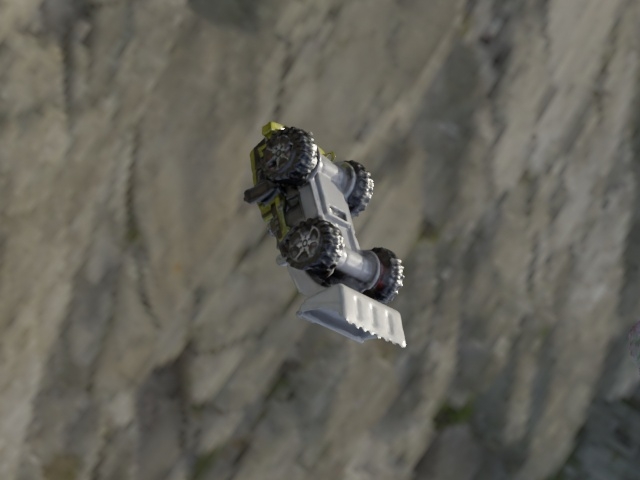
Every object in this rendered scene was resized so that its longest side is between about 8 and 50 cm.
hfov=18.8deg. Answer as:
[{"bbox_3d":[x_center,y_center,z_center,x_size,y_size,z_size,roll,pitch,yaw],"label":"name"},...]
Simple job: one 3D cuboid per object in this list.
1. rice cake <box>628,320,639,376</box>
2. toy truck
[{"bbox_3d":[0.333,0.134,1.388,0.198,0.189,0.037,10,120,-20],"label":"rice cake"},{"bbox_3d":[0.000,0.000,2.024,0.111,0.286,0.136,-36,141,26],"label":"toy truck"}]
